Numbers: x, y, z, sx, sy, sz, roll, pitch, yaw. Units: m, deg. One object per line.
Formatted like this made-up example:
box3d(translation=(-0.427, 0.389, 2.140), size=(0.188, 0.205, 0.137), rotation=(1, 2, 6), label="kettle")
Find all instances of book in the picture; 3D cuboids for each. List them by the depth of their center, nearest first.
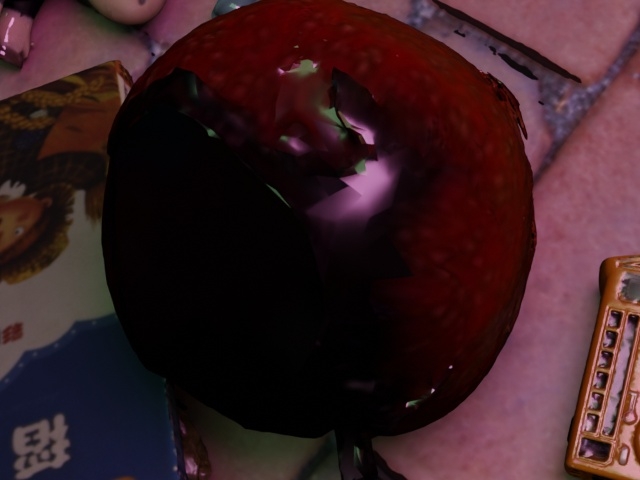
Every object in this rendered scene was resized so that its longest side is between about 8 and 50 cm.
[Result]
box3d(translation=(-0.261, 0.064, 0.802), size=(0.300, 0.039, 0.427), rotation=(-19, 53, 5), label="book")

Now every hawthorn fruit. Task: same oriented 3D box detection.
box3d(translation=(-0.003, -0.017, 0.689), size=(0.316, 0.316, 0.315), rotation=(-4, 71, 11), label="hawthorn fruit")

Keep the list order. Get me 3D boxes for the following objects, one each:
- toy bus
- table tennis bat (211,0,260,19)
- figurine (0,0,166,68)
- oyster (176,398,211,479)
box3d(translation=(0.223, 0.074, 0.726), size=(0.088, 0.083, 0.194), rotation=(12, 75, 17), label="toy bus")
box3d(translation=(-0.031, -0.285, 0.930), size=(0.153, 0.040, 0.244), rotation=(16, 72, 18), label="table tennis bat")
box3d(translation=(-0.244, -0.352, 0.913), size=(0.306, 0.241, 0.411), rotation=(-4, 81, 20), label="figurine")
box3d(translation=(-0.250, 0.191, 0.802), size=(0.345, 0.078, 0.128), rotation=(-10, 78, 6), label="oyster")
